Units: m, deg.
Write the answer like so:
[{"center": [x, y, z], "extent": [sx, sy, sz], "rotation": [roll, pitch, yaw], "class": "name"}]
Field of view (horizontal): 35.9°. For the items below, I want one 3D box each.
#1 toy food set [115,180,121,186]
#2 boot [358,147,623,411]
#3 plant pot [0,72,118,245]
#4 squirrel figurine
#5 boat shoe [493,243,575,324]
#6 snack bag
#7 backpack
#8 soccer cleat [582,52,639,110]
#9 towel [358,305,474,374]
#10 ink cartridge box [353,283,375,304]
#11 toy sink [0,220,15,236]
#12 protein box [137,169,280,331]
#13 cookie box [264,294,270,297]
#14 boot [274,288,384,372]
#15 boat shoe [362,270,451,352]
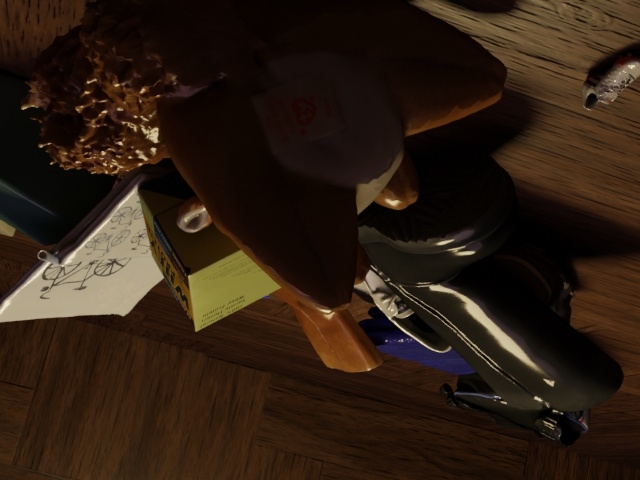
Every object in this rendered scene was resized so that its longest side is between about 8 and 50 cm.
[{"center": [-0.293, -0.079, 1.634], "extent": [0.122, 0.019, 0.078], "rotation": [18, 164, -18], "class": "toy food set"}, {"center": [0.243, 0.083, 1.293], "extent": [0.445, 0.146, 0.367], "rotation": [45, 164, -22], "class": "boot"}, {"center": [-0.412, -0.122, 1.337], "extent": [0.234, 0.165, 0.166], "rotation": [31, 157, -32], "class": "plant pot"}, {"center": [-0.084, -0.120, 1.000], "extent": [0.397, 0.281, 0.370], "rotation": [31, 171, -11], "class": "squirrel figurine"}, {"center": [0.324, 0.061, 1.527], "extent": [0.112, 0.095, 0.335], "rotation": [7, 158, 27], "class": "boat shoe"}, {"center": [-0.266, 0.018, 1.387], "extent": [0.343, 0.037, 0.323], "rotation": [-39, 164, 20], "class": "snack bag"}, {"center": [0.431, 0.301, 2.019], "extent": [0.277, 0.213, 0.263], "rotation": [8, 157, 39], "class": "backpack"}, {"center": [0.271, -0.145, 0.914], "extent": [0.029, 0.035, 0.083], "rotation": [19, 164, -19], "class": "soccer cleat"}, {"center": [0.236, 0.170, 1.733], "extent": [0.228, 0.076, 0.308], "rotation": [-10, 158, 39], "class": "towel"}, {"center": [0.113, 0.049, 1.628], "extent": [0.140, 0.082, 0.191], "rotation": [4, 161, 24], "class": "ink cartridge box"}, {"center": [-0.564, -0.105, 1.567], "extent": [0.153, 0.131, 0.234], "rotation": [14, 169, -3], "class": "toy sink"}, {"center": [-0.111, -0.013, 1.282], "extent": [0.200, 0.136, 0.201], "rotation": [-27, 160, -15], "class": "protein box"}, {"center": [-0.170, 0.088, 2.077], "extent": [0.107, 0.040, 0.092], "rotation": [27, 159, -38], "class": "cookie box"}, {"center": [-0.041, 0.101, 1.695], "extent": [0.264, 0.096, 0.280], "rotation": [-5, 127, 47], "class": "boot"}, {"center": [0.125, 0.075, 1.470], "extent": [0.095, 0.084, 0.258], "rotation": [-37, 124, 20], "class": "boat shoe"}]
